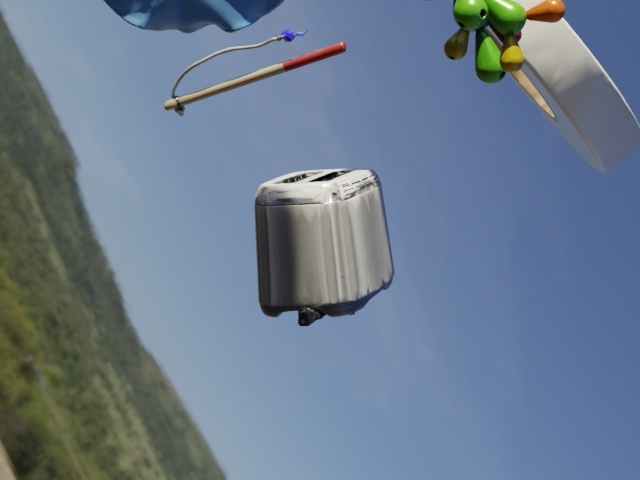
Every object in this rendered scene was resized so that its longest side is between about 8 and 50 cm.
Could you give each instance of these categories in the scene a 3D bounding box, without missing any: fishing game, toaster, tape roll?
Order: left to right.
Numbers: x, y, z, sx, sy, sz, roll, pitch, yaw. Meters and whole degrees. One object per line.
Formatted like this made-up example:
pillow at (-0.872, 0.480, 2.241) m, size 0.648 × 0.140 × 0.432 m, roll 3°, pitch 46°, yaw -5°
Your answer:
fishing game at (-0.089, -0.227, 0.808) m, size 0.041 × 0.189 × 0.264 m, roll -58°, pitch 129°, yaw -72°
toaster at (0.000, 0.000, 1.343) m, size 0.227 × 0.129 × 0.146 m, roll -27°, pitch 113°, yaw -67°
tape roll at (0.276, -0.257, 1.592) m, size 0.392 × 0.072 × 0.392 m, roll 50°, pitch 8°, yaw -9°

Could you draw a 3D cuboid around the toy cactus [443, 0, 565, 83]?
toy cactus at (0.127, -0.248, 1.040) m, size 0.219 × 0.112 × 0.180 m, roll 52°, pitch 21°, yaw -37°
